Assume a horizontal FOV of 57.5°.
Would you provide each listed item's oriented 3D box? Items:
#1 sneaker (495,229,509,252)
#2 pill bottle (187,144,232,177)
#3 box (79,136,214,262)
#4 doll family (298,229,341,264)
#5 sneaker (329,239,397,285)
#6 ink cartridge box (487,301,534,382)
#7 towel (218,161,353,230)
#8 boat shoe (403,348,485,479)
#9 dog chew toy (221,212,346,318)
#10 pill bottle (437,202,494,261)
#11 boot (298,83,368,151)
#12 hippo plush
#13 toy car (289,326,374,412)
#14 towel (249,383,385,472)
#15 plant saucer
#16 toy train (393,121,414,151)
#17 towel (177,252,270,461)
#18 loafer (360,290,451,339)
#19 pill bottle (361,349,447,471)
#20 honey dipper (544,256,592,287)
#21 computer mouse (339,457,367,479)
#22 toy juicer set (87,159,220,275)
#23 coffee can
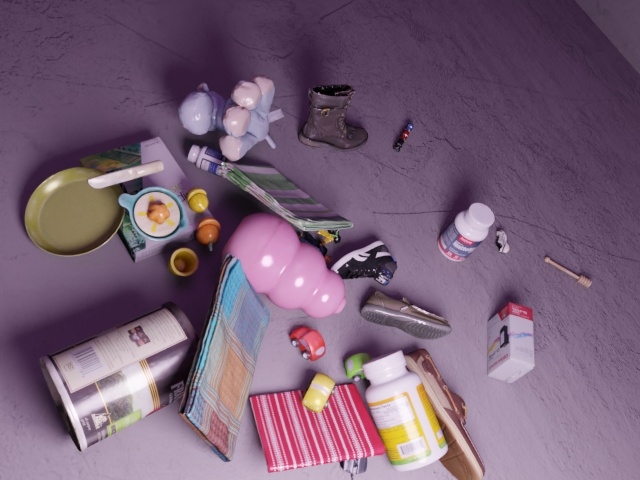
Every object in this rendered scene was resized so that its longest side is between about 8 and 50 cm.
[{"bbox_3d":[0.574,0.000,1.860,0.037,0.032,0.083,3,55,-19],"label":"sneaker"},{"bbox_3d":[-0.314,-0.229,1.668,0.120,0.067,0.067,22,52,-5],"label":"pill bottle"},{"bbox_3d":[-0.457,-0.118,1.543,0.232,0.058,0.322,-25,68,-32],"label":"box"},{"bbox_3d":[0.000,0.000,1.626,0.111,0.076,0.193,34,57,-1],"label":"doll family"},{"bbox_3d":[0.130,0.084,1.606,0.217,0.079,0.121,-27,67,-34],"label":"sneaker"},{"bbox_3d":[0.514,0.278,1.583,0.072,0.127,0.175,18,52,-6],"label":"ink cartridge box"},{"bbox_3d":[-0.092,-0.123,1.594,0.325,0.038,0.248,35,20,26],"label":"towel"},{"bbox_3d":[0.307,0.415,1.420,0.123,0.123,0.342,-17,58,-28],"label":"boat shoe"},{"bbox_3d":[-0.081,0.077,1.468,0.331,0.206,0.207,34,51,-6],"label":"dog chew toy"},{"bbox_3d":[0.434,-0.027,1.733,0.108,0.180,0.108,10,54,-13],"label":"pill bottle"},{"bbox_3d":[0.062,-0.386,1.814,0.262,0.229,0.091,-4,58,-23],"label":"boot"},{"bbox_3d":[-0.265,-0.382,1.661,0.236,0.234,0.294,24,26,13],"label":"hippo plush"},{"bbox_3d":[0.050,0.300,1.414,0.225,0.053,0.239,5,42,-19],"label":"toy car"},{"bbox_3d":[-0.008,0.417,1.314,0.274,0.031,0.199,-1,35,-21],"label":"towel"},{"bbox_3d":[-0.595,-0.067,1.432,0.240,0.037,0.241,0,68,-1],"label":"plant saucer"},{"bbox_3d":[0.288,-0.359,2.002,0.027,0.036,0.158,30,52,2],"label":"toy train"},{"bbox_3d":[-0.193,0.252,1.265,0.040,0.271,0.370,-1,52,15],"label":"towel"},{"bbox_3d":[0.235,0.192,1.560,0.251,0.094,0.087,19,56,-7],"label":"loafer"},{"bbox_3d":[0.185,0.385,1.343,0.136,0.136,0.246,-16,80,-29],"label":"pill bottle"},{"bbox_3d":[0.794,0.098,1.878,0.160,0.030,0.030,32,52,8],"label":"honey dipper"},{"bbox_3d":[0.075,0.529,1.300,0.071,0.041,0.242,10,54,-15],"label":"computer mouse"},{"bbox_3d":[-0.374,-0.087,1.430,0.329,0.089,0.209,50,60,-11],"label":"toy juicer set"},{"bbox_3d":[-0.399,0.272,1.201,0.275,0.201,0.201,-23,67,-31],"label":"coffee can"}]
